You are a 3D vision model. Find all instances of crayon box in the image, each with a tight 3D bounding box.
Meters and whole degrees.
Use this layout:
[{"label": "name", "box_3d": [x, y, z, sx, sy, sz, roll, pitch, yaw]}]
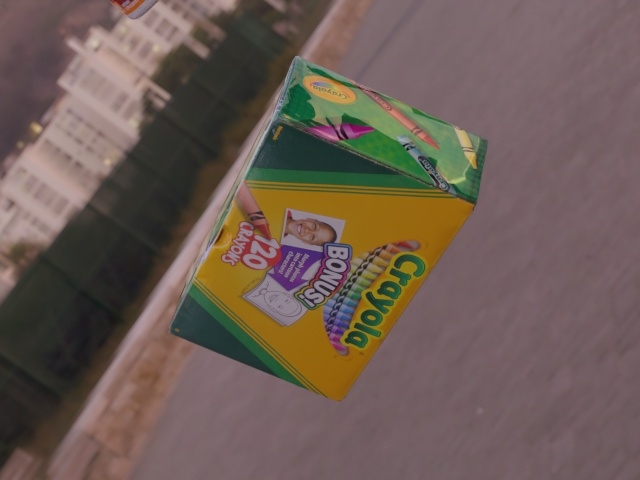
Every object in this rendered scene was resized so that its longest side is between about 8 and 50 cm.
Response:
[{"label": "crayon box", "box_3d": [0.000, 0.000, 1.207, 0.278, 0.165, 0.081, 120, 170, -45]}]

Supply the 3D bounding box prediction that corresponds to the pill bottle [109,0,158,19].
[{"label": "pill bottle", "box_3d": [-0.216, -0.299, 1.484, 0.086, 0.152, 0.086, -43, 20, 19]}]
